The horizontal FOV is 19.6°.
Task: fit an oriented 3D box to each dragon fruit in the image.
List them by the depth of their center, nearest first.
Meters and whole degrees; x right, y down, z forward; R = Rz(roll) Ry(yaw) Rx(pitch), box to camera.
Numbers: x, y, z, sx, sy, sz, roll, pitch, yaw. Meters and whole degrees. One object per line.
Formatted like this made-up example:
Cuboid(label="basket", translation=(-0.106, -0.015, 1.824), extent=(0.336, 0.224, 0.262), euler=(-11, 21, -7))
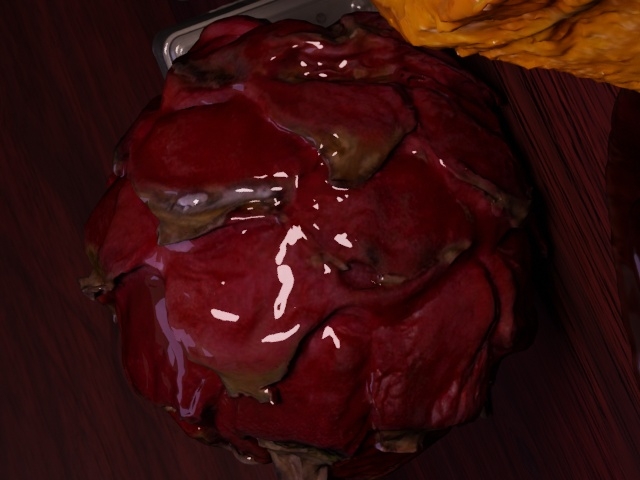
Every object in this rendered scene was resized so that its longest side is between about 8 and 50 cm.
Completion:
Cuboid(label="dragon fruit", translation=(-0.002, -0.001, 1.249), extent=(0.329, 0.329, 0.329), euler=(159, 90, -83))

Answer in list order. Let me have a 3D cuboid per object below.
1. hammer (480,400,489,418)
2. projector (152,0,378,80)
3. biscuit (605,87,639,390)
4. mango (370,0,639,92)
Cuboid(label="hammer", translation=(0.124, 0.114, 1.637), extent=(0.195, 0.060, 0.028), euler=(71, 173, -53))
Cuboid(label="projector", translation=(-0.003, -0.072, 1.464), extent=(0.099, 0.192, 0.256), euler=(-138, 27, -76))
Cuboid(label="biscuit", translation=(0.218, 0.093, 0.717), extent=(0.407, 0.091, 0.407), euler=(159, 90, -84))
Cuboid(label="mango", translation=(0.088, -0.143, 0.617), extent=(0.201, 0.199, 0.350), euler=(50, -178, -13))
